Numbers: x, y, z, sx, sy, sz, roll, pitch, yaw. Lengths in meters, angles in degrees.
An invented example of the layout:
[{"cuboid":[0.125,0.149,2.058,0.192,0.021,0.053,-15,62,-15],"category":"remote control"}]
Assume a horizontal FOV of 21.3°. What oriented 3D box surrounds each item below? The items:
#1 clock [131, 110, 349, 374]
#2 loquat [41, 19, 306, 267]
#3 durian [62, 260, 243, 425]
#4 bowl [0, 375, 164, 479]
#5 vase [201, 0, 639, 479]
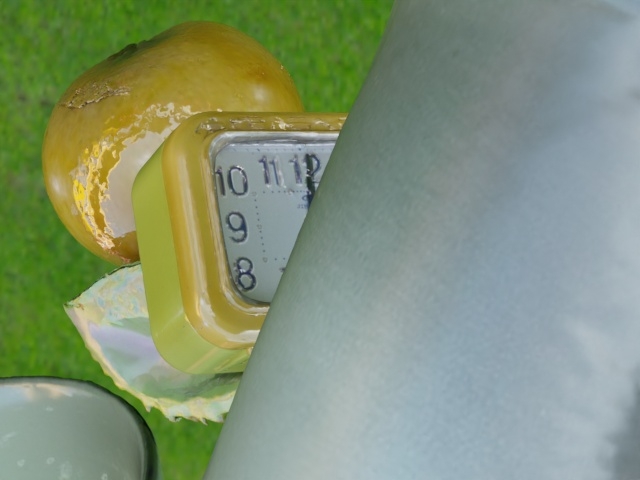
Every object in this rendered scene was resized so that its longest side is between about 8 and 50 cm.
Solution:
[{"cuboid":[0.000,0.000,1.002,0.202,0.143,0.096,-3,165,-26],"category":"clock"},{"cuboid":[-0.140,-0.086,1.642,0.263,0.263,0.263,2,139,1],"category":"loquat"},{"cuboid":[-0.088,0.056,1.516,0.169,0.157,0.355,30,137,-26],"category":"durian"},{"cuboid":[-0.232,0.255,1.017,0.354,0.354,0.185,-12,116,16],"category":"bowl"},{"cuboid":[0.084,0.038,0.695,0.245,0.291,0.245,22,178,1],"category":"vase"}]
